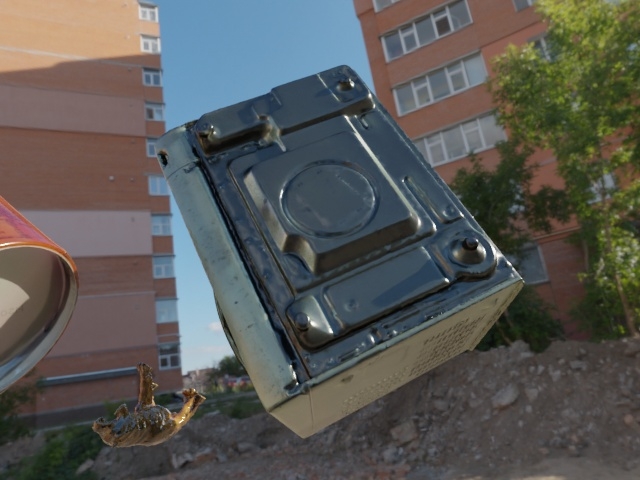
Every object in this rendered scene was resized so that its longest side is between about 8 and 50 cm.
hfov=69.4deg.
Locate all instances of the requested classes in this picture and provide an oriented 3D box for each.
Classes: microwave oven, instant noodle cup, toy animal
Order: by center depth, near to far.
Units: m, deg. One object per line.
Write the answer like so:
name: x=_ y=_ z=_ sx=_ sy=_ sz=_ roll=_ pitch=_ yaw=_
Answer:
instant noodle cup: x=-0.399 y=0.043 z=0.477 sx=0.192 sy=0.251 sz=0.250 roll=27 pitch=-8 yaw=15
microwave oven: x=0.000 y=0.000 z=0.618 sx=0.332 sy=0.394 sz=0.247 roll=-24 pitch=-29 yaw=-12
toy animal: x=-0.264 y=0.290 z=0.745 sx=0.114 sy=0.116 sz=0.255 roll=24 pitch=-30 yaw=0
